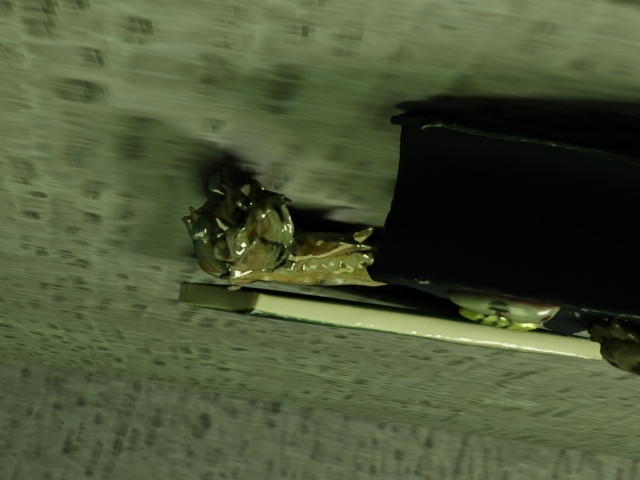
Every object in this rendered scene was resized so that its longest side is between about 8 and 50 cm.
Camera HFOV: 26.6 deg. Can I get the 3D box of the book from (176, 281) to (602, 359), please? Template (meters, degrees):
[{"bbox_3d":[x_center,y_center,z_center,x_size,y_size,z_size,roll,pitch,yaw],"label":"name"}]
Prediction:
[{"bbox_3d":[0.065,0.082,1.402,0.379,0.031,0.264,9,176,-20],"label":"book"}]

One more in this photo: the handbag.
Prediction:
[{"bbox_3d":[0.220,0.026,0.939,0.303,0.122,0.329,11,172,24],"label":"handbag"}]

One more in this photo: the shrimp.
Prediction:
[{"bbox_3d":[0.000,0.000,1.130,0.247,0.085,0.360,1,171,15],"label":"shrimp"}]
